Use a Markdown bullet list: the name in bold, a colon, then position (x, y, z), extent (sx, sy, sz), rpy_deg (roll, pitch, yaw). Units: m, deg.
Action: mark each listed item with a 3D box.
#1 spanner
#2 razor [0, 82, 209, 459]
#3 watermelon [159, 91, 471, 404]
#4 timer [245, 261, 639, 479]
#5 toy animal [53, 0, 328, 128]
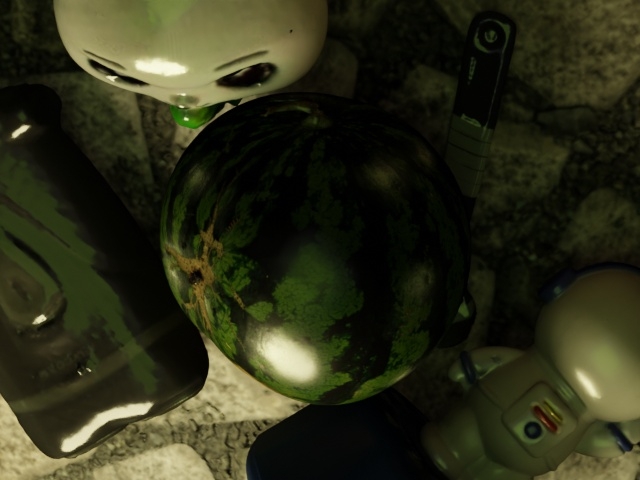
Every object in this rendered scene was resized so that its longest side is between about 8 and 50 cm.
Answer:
- **spanner**: position (0.116, -0.050, 1.357), extent (0.087, 0.024, 0.316), rpy_deg (15, 115, 12)
- **razor**: position (-0.253, 0.030, 1.422), extent (0.204, 0.113, 0.349), rpy_deg (-25, 103, 20)
- **watermelon**: position (0.000, 0.005, 1.274), extent (0.269, 0.269, 0.269), rpy_deg (5, 113, 11)
- **timer**: position (0.157, 0.171, 1.342), extent (0.383, 0.270, 0.270), rpy_deg (-40, 99, 8)
- **toy animal**: position (-0.094, -0.195, 1.214), extent (0.212, 0.267, 0.213), rpy_deg (4, 117, 7)
